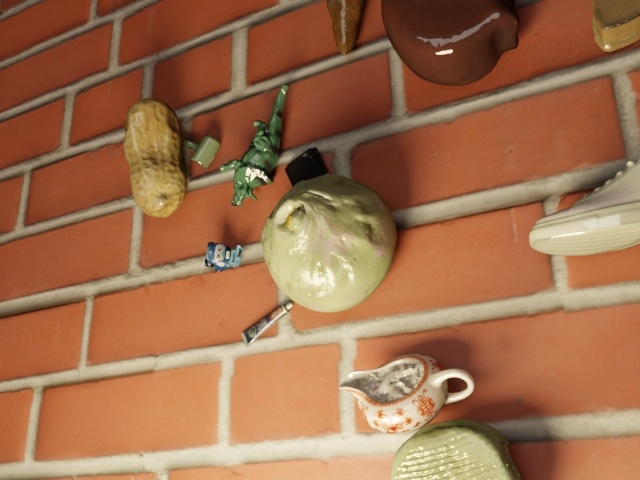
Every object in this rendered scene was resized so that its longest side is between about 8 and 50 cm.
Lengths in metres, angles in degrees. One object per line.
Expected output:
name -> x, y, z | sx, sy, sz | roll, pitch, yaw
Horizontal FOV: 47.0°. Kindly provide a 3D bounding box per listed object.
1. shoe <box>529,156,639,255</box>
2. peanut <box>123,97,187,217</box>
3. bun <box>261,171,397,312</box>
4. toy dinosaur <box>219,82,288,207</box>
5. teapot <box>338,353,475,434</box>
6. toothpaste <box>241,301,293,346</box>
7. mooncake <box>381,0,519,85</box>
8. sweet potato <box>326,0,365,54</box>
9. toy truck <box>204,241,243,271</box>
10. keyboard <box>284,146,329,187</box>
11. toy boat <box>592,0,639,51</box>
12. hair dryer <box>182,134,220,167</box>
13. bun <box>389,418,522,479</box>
shoe -> 0.516, -0.081, 1.197 | 0.362, 0.132, 0.160 | -11, 66, 22
peanut -> -0.396, -0.194, 1.775 | 0.142, 0.159, 0.292 | -11, 74, -3
bun -> 0.000, 0.000, 1.416 | 0.283, 0.179, 0.284 | -4, 82, 26
toy dinosaur -> -0.145, -0.212, 1.671 | 0.119, 0.079, 0.292 | 7, 77, 27
teapot -> 0.154, 0.262, 1.269 | 0.245, 0.159, 0.116 | -22, 104, 29
toothpaste -> -0.110, 0.170, 1.529 | 0.140, 0.021, 0.037 | -38, 52, 16
mooncake -> 0.282, -0.489, 1.470 | 0.333, 0.174, 0.326 | -31, 61, 13
sweet potato -> 0.071, -0.585, 1.683 | 0.114, 0.092, 0.342 | 17, 80, 17
toy truck -> -0.202, 0.033, 1.605 | 0.090, 0.073, 0.056 | -7, 68, 29
keyboard -> -0.004, -0.096, 1.570 | 0.093, 0.025, 0.230 | -34, 58, 16
toy boat -> 0.565, -0.440, 1.350 | 0.116, 0.061, 0.188 | 30, 88, 35
hair dryer -> -0.306, -0.230, 1.800 | 0.150, 0.047, 0.071 | 27, 84, 46
bun -> 0.218, 0.395, 1.193 | 0.221, 0.108, 0.222 | -6, 75, 24
